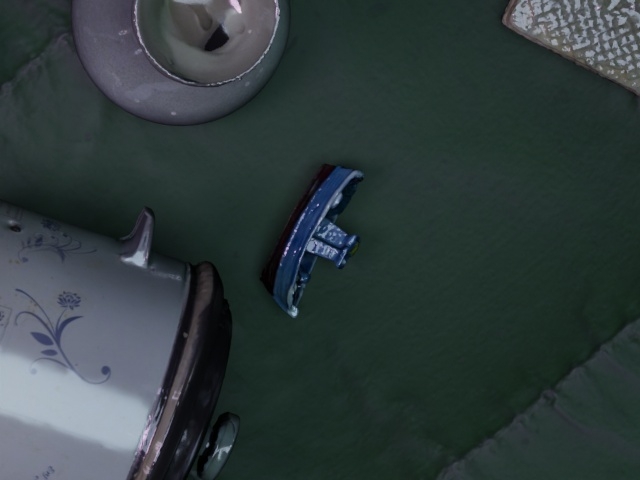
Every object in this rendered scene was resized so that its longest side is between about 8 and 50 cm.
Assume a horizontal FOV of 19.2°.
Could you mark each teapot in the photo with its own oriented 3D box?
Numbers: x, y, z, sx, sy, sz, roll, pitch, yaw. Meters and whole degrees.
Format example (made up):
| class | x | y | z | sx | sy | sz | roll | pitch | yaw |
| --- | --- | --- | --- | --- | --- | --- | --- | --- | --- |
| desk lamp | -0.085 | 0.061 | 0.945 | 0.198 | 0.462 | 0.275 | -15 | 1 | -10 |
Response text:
| class | x | y | z | sx | sy | sz | roll | pitch | yaw |
| --- | --- | --- | --- | --- | --- | --- | --- | --- | --- |
| teapot | -0.102 | -0.178 | 1.476 | 0.183 | 0.251 | 0.184 | -1 | 96 | -9 |

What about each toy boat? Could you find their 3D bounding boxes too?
| class | x | y | z | sx | sy | sz | roll | pitch | yaw |
| --- | --- | --- | --- | --- | --- | --- | --- | --- | --- |
| toy boat | 0.000 | 0.000 | 1.611 | 0.061 | 0.060 | 0.137 | 31 | 87 | 10 |

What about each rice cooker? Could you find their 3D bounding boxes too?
| class | x | y | z | sx | sy | sz | roll | pitch | yaw |
| --- | --- | --- | --- | --- | --- | --- | --- | --- | --- |
| rice cooker | -0.205 | 0.111 | 1.488 | 0.316 | 0.264 | 0.317 | -1 | 94 | -9 |

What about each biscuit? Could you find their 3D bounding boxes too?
| class | x | y | z | sx | sy | sz | roll | pitch | yaw |
| --- | --- | --- | --- | --- | --- | --- | --- | --- | --- |
| biscuit | 0.277 | -0.264 | 1.632 | 0.150 | 0.052 | 0.252 | 28 | 91 | -11 |
